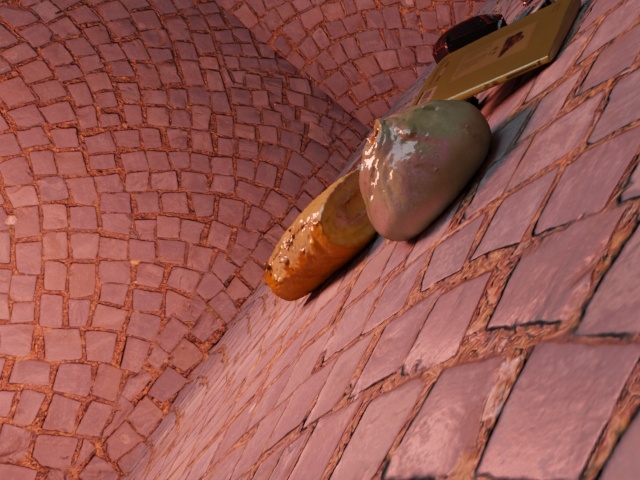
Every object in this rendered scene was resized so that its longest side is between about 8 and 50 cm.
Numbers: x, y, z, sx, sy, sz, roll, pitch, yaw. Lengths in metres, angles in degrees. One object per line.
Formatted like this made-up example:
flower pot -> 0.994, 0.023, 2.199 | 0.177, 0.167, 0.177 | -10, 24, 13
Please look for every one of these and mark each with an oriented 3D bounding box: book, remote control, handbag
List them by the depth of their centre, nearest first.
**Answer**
book -> 0.354, -0.374, 1.389 | 0.352, 0.035, 0.239 | -15, 33, 47
remote control -> 0.515, -0.546, 1.651 | 0.087, 0.047, 0.244 | -48, 5, 3
handbag -> 0.395, -0.491, 1.709 | 0.169, 0.155, 0.215 | -30, 8, 4

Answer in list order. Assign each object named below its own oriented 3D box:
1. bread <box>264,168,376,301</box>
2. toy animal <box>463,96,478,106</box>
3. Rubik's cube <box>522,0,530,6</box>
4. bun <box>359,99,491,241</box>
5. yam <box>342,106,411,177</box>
bread -> 0.000, 0.000, 1.650 | 0.236, 0.165, 0.375 | -50, 4, -33
toy animal -> 0.308, -0.311, 1.604 | 0.121, 0.094, 0.225 | -59, 5, 13
Rubik's cube -> 0.632, -0.896, 2.036 | 0.224, 0.221, 0.231 | -48, 7, 32
bun -> 0.163, -0.147, 1.211 | 0.293, 0.187, 0.293 | -52, 3, 4
yam -> 0.185, -0.220, 1.782 | 0.279, 0.131, 0.131 | -48, 6, -3
